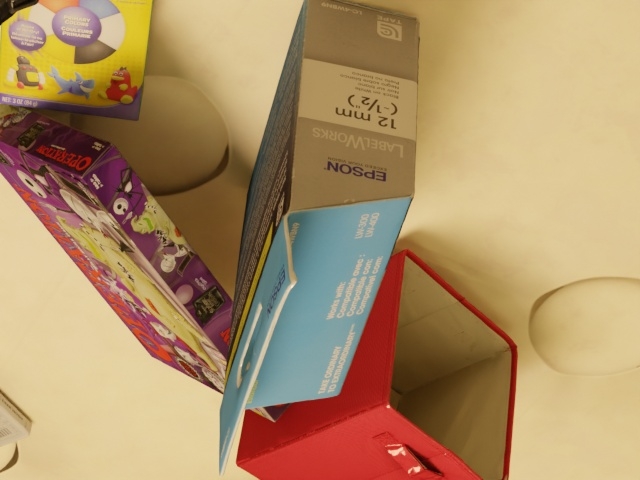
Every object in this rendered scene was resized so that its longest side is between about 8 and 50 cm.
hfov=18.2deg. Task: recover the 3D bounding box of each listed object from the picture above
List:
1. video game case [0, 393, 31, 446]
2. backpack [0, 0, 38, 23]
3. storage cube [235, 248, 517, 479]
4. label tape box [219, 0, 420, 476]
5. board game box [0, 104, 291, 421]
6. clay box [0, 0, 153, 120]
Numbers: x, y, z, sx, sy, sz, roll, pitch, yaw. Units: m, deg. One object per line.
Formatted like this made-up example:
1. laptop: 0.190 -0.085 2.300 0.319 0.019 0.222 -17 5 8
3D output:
1. video game case: -0.430 0.178 2.100 0.190 0.022 0.173 -21 130 22
2. backpack: -0.344 -0.205 1.569 0.191 0.225 0.253 58 155 0
3. storage cube: 0.058 0.157 1.935 0.193 0.215 0.183 -26 129 33
4. label tape box: 0.000 0.000 1.681 0.115 0.348 0.249 11 134 -8
5. board game box: -0.170 0.018 1.830 0.056 0.208 0.347 -46 129 -13
6. clay box: -0.205 -0.206 1.693 0.127 0.053 0.222 7 135 -5
